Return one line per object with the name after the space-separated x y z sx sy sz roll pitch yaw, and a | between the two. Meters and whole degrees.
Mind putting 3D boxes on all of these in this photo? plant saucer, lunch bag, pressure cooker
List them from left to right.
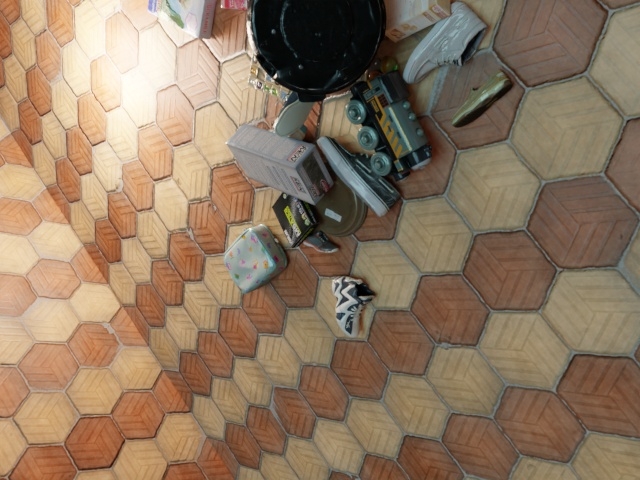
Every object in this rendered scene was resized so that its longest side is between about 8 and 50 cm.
-0.271 0.071 2.100 0.279 0.107 0.224 -40 75 38 | lunch bag
-0.032 -0.621 1.465 0.375 0.420 0.370 37 101 -18 | pressure cooker
0.043 -0.142 1.827 0.277 0.041 0.278 14 114 33 | plant saucer

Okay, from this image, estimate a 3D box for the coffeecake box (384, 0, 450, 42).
0.261 -0.658 1.406 0.185 0.068 0.143 -9 73 46 | coffeecake box

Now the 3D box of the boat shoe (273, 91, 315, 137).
-0.083 -0.461 1.713 0.079 0.095 0.255 32 89 42 | boat shoe

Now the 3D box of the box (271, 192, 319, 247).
-0.096 -0.097 1.906 0.184 0.045 0.191 -44 66 47 | box

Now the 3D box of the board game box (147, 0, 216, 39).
-0.520 -0.981 1.939 0.318 0.066 0.319 33 124 24 | board game box

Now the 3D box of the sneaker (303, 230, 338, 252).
0.000 0.000 1.900 0.157 0.061 0.065 19 110 31 | sneaker

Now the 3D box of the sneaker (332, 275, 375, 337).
0.136 0.243 1.856 0.153 0.094 0.235 -7 92 48 | sneaker

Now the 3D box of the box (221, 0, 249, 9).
-0.252 -0.915 1.719 0.128 0.122 0.257 18 116 31 | box

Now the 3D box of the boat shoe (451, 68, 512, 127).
0.438 -0.396 1.421 0.190 0.068 0.072 -38 70 30 | boat shoe

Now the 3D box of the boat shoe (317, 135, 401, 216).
0.130 -0.232 1.689 0.119 0.121 0.335 -41 87 -2 | boat shoe

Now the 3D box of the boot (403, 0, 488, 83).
0.344 -0.519 1.418 0.123 0.095 0.258 52 129 20 | boot

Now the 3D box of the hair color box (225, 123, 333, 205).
-0.147 -0.272 1.790 0.374 0.114 0.185 26 157 39 | hair color box

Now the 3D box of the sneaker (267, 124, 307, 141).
-0.129 -0.378 1.849 0.087 0.092 0.228 42 163 -35 | sneaker

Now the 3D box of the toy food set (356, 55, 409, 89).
0.188 -0.508 1.581 0.192 0.038 0.133 30 122 26 | toy food set

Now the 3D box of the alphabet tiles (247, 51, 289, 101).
-0.172 -0.644 1.831 0.198 0.009 0.237 30 123 26 | alphabet tiles

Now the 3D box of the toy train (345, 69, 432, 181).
0.209 -0.345 1.537 0.190 0.142 0.334 -22 97 49 | toy train
